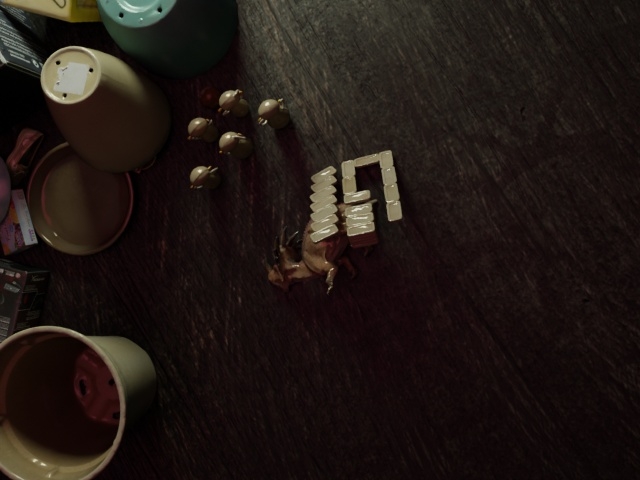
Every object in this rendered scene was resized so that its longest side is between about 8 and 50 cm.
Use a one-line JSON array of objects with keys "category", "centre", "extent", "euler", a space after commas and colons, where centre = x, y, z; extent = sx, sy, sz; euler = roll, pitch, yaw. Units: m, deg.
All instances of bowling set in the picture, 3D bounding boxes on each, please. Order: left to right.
[{"category": "bowling set", "centre": [-0.231, -0.264, 1.619], "extent": [0.287, 0.154, 0.200], "euler": [-44, 83, 6]}]

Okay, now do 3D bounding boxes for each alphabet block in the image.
[{"category": "alphabet block", "centre": [-0.591, -0.612, 1.635], "extent": [0.197, 0.193, 0.192], "euler": [18, 114, 12]}]

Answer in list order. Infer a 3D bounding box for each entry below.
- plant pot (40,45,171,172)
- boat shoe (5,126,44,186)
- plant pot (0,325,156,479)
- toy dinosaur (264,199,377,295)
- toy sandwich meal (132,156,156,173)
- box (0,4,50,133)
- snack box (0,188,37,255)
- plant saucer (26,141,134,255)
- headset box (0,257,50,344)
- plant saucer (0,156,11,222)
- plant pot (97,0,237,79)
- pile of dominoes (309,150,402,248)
[{"category": "plant pot", "centre": [-0.490, -0.308, 1.581], "extent": [0.257, 0.274, 0.256], "euler": [-1, 80, 4]}, {"category": "boat shoe", "centre": [-0.723, -0.199, 1.754], "extent": [0.048, 0.056, 0.152], "euler": [21, 86, 14]}, {"category": "plant pot", "centre": [-0.524, 0.340, 1.591], "extent": [0.334, 0.305, 0.333], "euler": [0, 89, 9]}, {"category": "toy dinosaur", "centre": [0.000, 0.000, 1.601], "extent": [0.200, 0.127, 0.295], "euler": [31, 87, 20]}, {"category": "toy sandwich meal", "centre": [-0.434, -0.205, 1.716], "extent": [0.086, 0.029, 0.085], "euler": [0, 90, 10]}, {"category": "box", "centre": [-0.948, -0.449, 1.669], "extent": [0.480, 0.297, 0.471], "euler": [-31, 87, 7]}, {"category": "snack box", "centre": [-0.746, -0.044, 1.746], "extent": [0.100, 0.037, 0.141], "euler": [-19, 86, 37]}, {"category": "plant saucer", "centre": [-0.574, -0.102, 1.735], "extent": [0.278, 0.041, 0.277], "euler": [0, 90, 10]}, {"category": "headset box", "centre": [-0.807, 0.189, 1.737], "extent": [0.218, 0.110, 0.293], "euler": [15, 92, 9]}, {"category": "plant saucer", "centre": [-0.823, -0.122, 1.741], "extent": [0.195, 0.037, 0.194], "euler": [1, 92, 34]}, {"category": "plant pot", "centre": [-0.359, -0.529, 1.601], "extent": [0.293, 0.235, 0.292], "euler": [0, 90, 10]}, {"category": "pile of dominoes", "centre": [0.075, -0.085, 1.563], "extent": [0.196, 0.251, 0.040], "euler": [-12, 133, 10]}]
